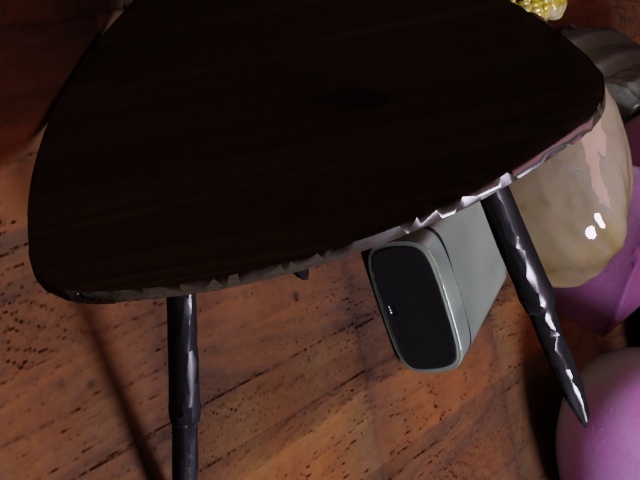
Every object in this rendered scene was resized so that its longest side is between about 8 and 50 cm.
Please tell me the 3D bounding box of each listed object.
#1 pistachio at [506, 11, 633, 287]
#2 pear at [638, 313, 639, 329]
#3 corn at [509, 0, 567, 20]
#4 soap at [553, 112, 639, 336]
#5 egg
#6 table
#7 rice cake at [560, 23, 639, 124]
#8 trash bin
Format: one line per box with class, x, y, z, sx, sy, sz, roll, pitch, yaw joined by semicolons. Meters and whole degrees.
pistachio;0.184;-0.076;1.448;0.153;0.138;0.238;-13;95;-27
pear;0.488;0.113;1.786;0.314;0.314;0.314;22;65;-58
corn;0.186;-0.280;1.572;0.085;0.063;0.165;-14;94;-37
soap;0.322;-0.042;1.631;0.259;0.081;0.181;-31;143;-48
egg;0.312;0.209;1.564;0.271;0.196;0.196;42;45;-25
table;0.000;0.000;1.023;0.317;0.317;0.249;-66;152;-44
rice cake;0.291;-0.168;1.695;0.237;0.127;0.043;-23;142;-63
trash bin;0.094;0.021;1.336;0.130;0.059;0.116;-52;131;-54
